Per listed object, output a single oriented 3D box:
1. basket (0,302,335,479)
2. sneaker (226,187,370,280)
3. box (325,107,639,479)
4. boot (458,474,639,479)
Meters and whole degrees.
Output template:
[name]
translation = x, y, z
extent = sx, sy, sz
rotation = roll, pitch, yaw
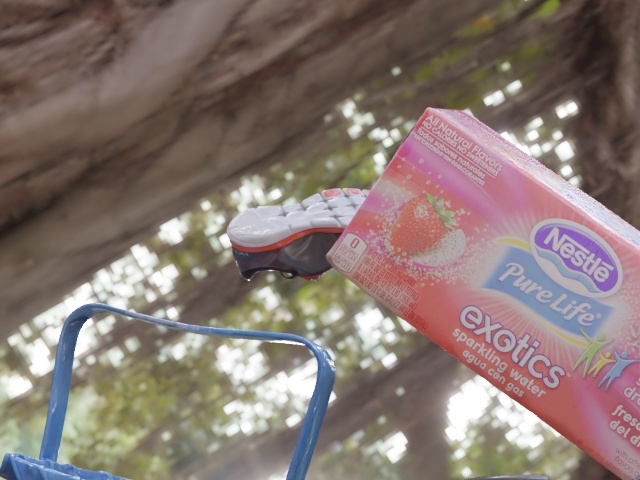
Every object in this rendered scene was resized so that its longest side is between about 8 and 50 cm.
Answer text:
[basket]
translation = -0.126, 0.204, 1.348
extent = 0.255, 0.289, 0.201
rotation = 6, -15, 30
[sneaker]
translation = 0.000, 0.000, 1.412
extent = 0.061, 0.158, 0.065
rotation = -104, -171, -56
[box]
translation = 0.173, 0.040, 1.239
extent = 0.300, 0.142, 0.154
rotation = 36, 11, 10
[boot]
translation = 0.156, 0.238, 0.868
extent = 0.263, 0.229, 0.091
rotation = -7, -35, 23
